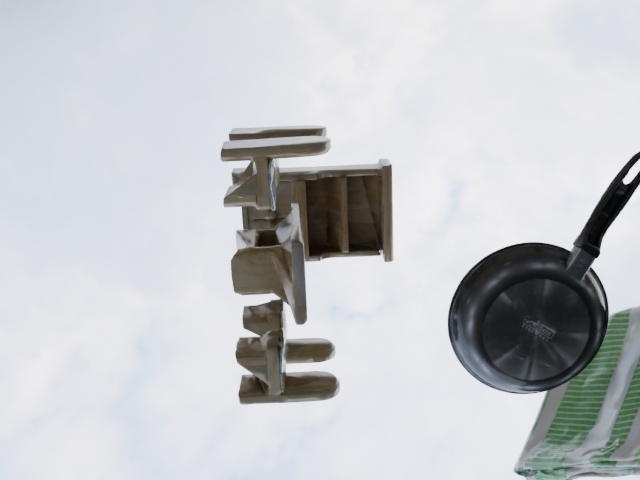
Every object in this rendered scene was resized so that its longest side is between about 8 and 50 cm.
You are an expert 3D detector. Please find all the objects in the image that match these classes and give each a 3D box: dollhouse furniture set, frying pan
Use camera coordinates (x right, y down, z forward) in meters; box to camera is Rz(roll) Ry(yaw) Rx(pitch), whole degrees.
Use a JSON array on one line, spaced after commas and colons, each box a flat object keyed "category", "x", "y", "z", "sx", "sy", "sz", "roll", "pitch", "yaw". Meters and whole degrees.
[{"category": "dollhouse furniture set", "x": 0.000, "y": 0.000, "z": 1.302, "sx": 0.257, "sy": 0.362, "sz": 0.394, "roll": -3, "pitch": -164, "yaw": -1}, {"category": "frying pan", "x": 0.306, "y": 0.063, "z": 1.014, "sx": 0.326, "sy": 0.197, "sz": 0.053, "roll": -35, "pitch": -167, "yaw": 8}]

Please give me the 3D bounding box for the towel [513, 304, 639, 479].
[{"category": "towel", "x": 0.352, "y": 0.164, "z": 0.982, "sx": 0.038, "sy": 0.325, "sz": 0.247, "roll": 33, "pitch": -114, "yaw": -5}]
